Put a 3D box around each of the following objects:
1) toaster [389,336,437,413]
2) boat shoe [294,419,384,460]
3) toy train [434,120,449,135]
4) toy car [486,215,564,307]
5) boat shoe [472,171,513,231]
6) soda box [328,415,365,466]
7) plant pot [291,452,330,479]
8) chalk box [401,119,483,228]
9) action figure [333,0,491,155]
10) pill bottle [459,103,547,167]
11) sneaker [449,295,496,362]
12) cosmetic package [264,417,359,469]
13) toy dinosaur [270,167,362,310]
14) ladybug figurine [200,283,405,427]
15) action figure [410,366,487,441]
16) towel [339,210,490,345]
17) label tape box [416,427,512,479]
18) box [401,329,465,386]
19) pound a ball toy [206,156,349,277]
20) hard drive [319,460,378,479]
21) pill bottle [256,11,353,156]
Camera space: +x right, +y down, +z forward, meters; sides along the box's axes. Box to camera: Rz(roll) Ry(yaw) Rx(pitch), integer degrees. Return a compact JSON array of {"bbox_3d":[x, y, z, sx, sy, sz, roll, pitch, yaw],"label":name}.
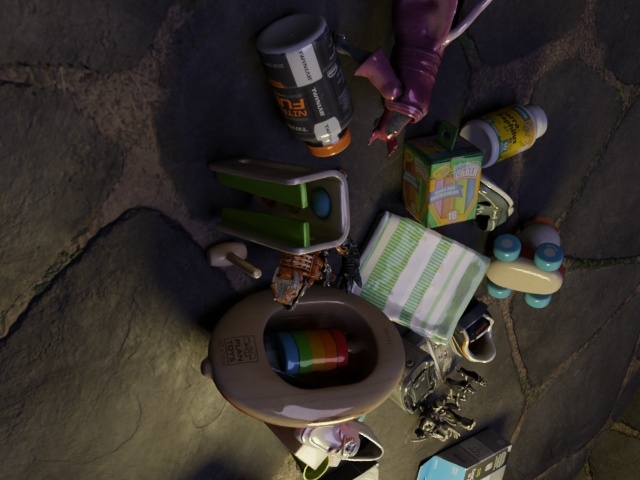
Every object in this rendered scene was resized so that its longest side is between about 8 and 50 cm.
[{"bbox_3d":[0.207,0.337,1.806,0.129,0.146,0.227,-44,146,-17],"label":"toaster"},{"bbox_3d":[0.051,0.433,1.559,0.258,0.084,0.095,21,99,-45],"label":"boat shoe"},{"bbox_3d":[0.287,-0.209,1.655,0.036,0.027,0.158,-31,131,-27],"label":"toy train"},{"bbox_3d":[0.583,0.023,1.983,0.219,0.210,0.238,81,27,-51],"label":"toy car"},{"bbox_3d":[0.399,-0.089,1.731,0.099,0.116,0.319,-46,158,7],"label":"boat shoe"},{"bbox_3d":[0.049,0.496,1.844,0.063,0.058,0.183,21,100,-46],"label":"soda box"},{"bbox_3d":[-0.032,0.548,1.786,0.083,0.079,0.083,-22,127,-32],"label":"plant pot"},{"bbox_3d":[0.268,-0.156,1.574,0.132,0.132,0.213,-12,122,-16],"label":"chalk box"},{"bbox_3d":[0.190,-0.336,1.335,0.248,0.275,0.370,13,91,-51],"label":"action figure"},{"bbox_3d":[0.442,-0.258,1.699,0.208,0.117,0.118,-24,128,-29],"label":"pill bottle"},{"bbox_3d":[0.361,0.179,1.823,0.126,0.127,0.321,-39,114,-15],"label":"sneaker"},{"bbox_3d":[0.022,0.358,1.665,0.309,0.160,0.113,-48,136,-10],"label":"cosmetic package"},{"bbox_3d":[0.000,0.000,1.405,0.322,0.164,0.218,-49,148,-18],"label":"toy dinosaur"},{"bbox_3d":[-0.039,0.248,1.478,0.449,0.305,0.162,2,148,-27],"label":"ladybug figurine"},{"bbox_3d":[0.370,0.508,2.052,0.164,0.141,0.276,-18,141,-54],"label":"action figure"},{"bbox_3d":[0.227,0.092,1.686,0.324,0.038,0.248,25,96,-22],"label":"towel"},{"bbox_3d":[0.464,0.803,2.358,0.347,0.115,0.249,-14,123,-38],"label":"label tape box"},{"bbox_3d":[0.328,0.290,1.970,0.183,0.056,0.231,-41,135,-15],"label":"box"},{"bbox_3d":[-0.082,-0.036,1.255,0.135,0.319,0.208,-15,108,-34],"label":"pound a ball toy"},{"bbox_3d":[0.016,0.762,1.972,0.338,0.064,0.237,-19,126,-32],"label":"hard drive"},{"bbox_3d":[-0.016,-0.269,1.274,0.130,0.130,0.246,-39,134,-17],"label":"pill bottle"}]
